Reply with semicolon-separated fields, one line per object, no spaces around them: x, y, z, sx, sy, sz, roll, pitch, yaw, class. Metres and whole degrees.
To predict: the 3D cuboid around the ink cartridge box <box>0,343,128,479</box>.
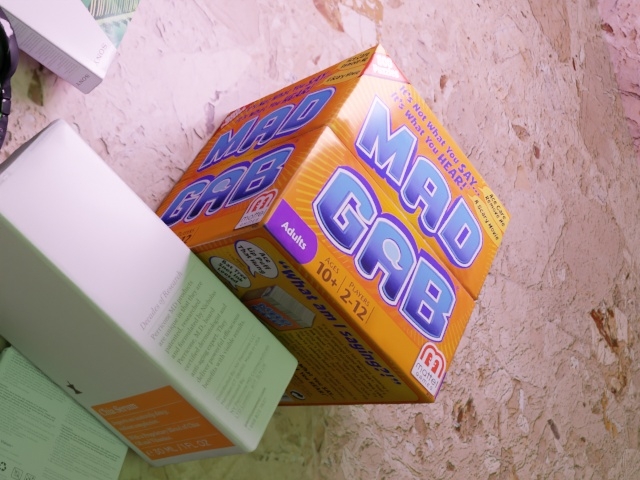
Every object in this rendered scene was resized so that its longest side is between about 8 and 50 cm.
-0.360;0.251;1.104;0.223;0.045;0.224;39;45;-29;ink cartridge box

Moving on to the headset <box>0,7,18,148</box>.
-0.443;-0.240;0.923;0.243;0.185;0.394;-8;99;-63;headset

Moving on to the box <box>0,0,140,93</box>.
-0.403;-0.385;1.124;0.322;0.058;0.232;36;51;-32;box

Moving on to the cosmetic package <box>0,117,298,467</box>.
-0.270;0.090;1.064;0.453;0.230;0.161;48;45;-21;cosmetic package

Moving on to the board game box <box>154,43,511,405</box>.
0.000;0.000;1.227;0.356;0.356;0.356;48;54;-25;board game box
